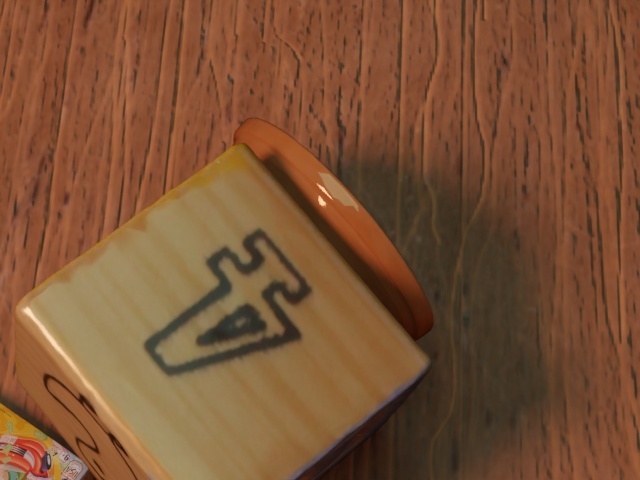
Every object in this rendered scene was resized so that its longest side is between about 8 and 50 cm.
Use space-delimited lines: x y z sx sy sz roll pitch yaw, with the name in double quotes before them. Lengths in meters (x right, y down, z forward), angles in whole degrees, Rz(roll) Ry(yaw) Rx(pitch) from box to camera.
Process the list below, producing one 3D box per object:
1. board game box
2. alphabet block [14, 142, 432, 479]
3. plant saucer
"board game box" -0.254 0.163 1.191 0.154 0.026 0.103 31 66 15
"alphabet block" -0.072 0.087 1.123 0.193 0.192 0.197 -37 80 -21
"plant saucer" 0.000 0.000 1.186 0.037 0.200 0.200 -42 70 -12
